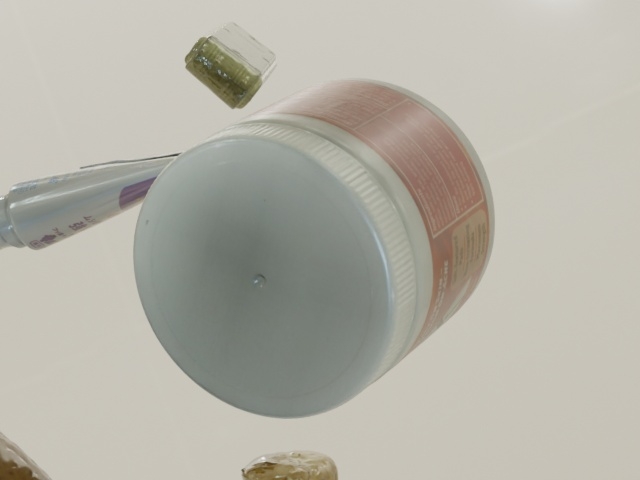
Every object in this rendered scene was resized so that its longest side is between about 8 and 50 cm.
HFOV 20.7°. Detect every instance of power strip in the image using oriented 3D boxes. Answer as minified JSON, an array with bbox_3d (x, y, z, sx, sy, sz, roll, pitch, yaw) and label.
[{"bbox_3d":[-0.108,-0.216,2.146,0.066,0.092,0.387,-50,5,9],"label":"power strip"}]

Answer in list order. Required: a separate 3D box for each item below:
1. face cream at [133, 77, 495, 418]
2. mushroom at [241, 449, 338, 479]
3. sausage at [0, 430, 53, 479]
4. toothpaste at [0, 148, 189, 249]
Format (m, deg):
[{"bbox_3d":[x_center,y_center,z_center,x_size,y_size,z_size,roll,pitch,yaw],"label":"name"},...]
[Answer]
[{"bbox_3d":[0.000,0.000,1.222,0.201,0.201,0.187,-28,3,31],"label":"face cream"},{"bbox_3d":[-0.055,0.361,1.596,0.095,0.351,0.123,3,-12,41],"label":"mushroom"},{"bbox_3d":[-0.175,0.289,1.246,0.136,0.501,0.123,-34,4,23],"label":"sausage"},{"bbox_3d":[-0.214,-0.051,1.767,0.299,0.073,0.114,-17,3,15],"label":"toothpaste"}]
